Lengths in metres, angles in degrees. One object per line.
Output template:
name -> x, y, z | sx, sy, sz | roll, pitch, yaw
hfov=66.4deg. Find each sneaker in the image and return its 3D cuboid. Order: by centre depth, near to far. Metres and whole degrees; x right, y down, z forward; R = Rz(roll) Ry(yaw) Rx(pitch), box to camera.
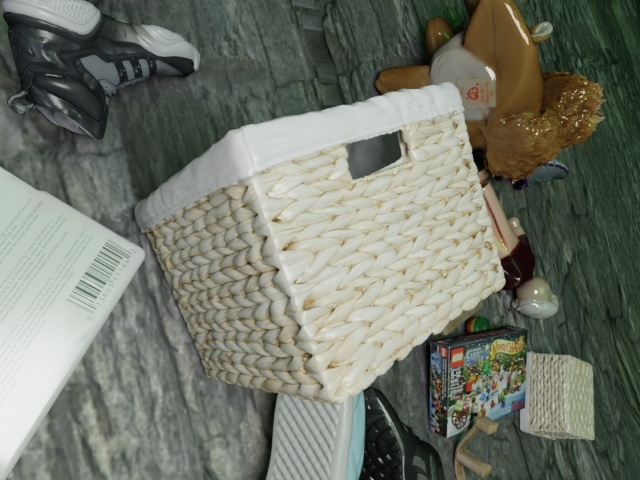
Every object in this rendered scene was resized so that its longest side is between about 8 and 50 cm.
sneaker -> -0.271, -0.208, 0.628 | 0.268, 0.101, 0.153 | -11, 118, -61
sneaker -> -0.001, 0.339, 0.655 | 0.150, 0.135, 0.367 | 25, 77, -60
sneaker -> 0.127, 0.346, 0.772 | 0.124, 0.107, 0.284 | -28, 98, -51
sneaker -> 0.502, -0.160, 1.176 | 0.223, 0.083, 0.098 | 13, 91, -27

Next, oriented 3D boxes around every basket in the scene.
basket -> 0.000, 0.000, 0.617 | 0.328, 0.331, 0.267 | -23, 93, -36
basket -> 0.489, 0.320, 1.010 | 0.113, 0.103, 0.168 | 23, 65, -29

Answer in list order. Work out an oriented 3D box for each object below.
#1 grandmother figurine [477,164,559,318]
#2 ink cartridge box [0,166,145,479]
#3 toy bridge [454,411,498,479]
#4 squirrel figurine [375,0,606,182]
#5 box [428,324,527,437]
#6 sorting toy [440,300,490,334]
grandmother figurine -> 0.387, 0.022, 1.023 | 0.207, 0.104, 0.343 | -38, 98, -26
ink cartridge box -> -0.373, 0.070, 0.501 | 0.261, 0.066, 0.297 | 36, 60, -22
toy bridge -> 0.265, 0.386, 0.852 | 0.026, 0.063, 0.189 | -2, 102, -35
squirrel figurine -> 0.379, -0.328, 1.019 | 0.397, 0.281, 0.370 | 48, 42, -4
box -> 0.297, 0.253, 0.907 | 0.232, 0.044, 0.159 | -2, 95, -35
sorting toy -> 0.235, 0.081, 0.924 | 0.132, 0.046, 0.275 | -25, 101, -37
